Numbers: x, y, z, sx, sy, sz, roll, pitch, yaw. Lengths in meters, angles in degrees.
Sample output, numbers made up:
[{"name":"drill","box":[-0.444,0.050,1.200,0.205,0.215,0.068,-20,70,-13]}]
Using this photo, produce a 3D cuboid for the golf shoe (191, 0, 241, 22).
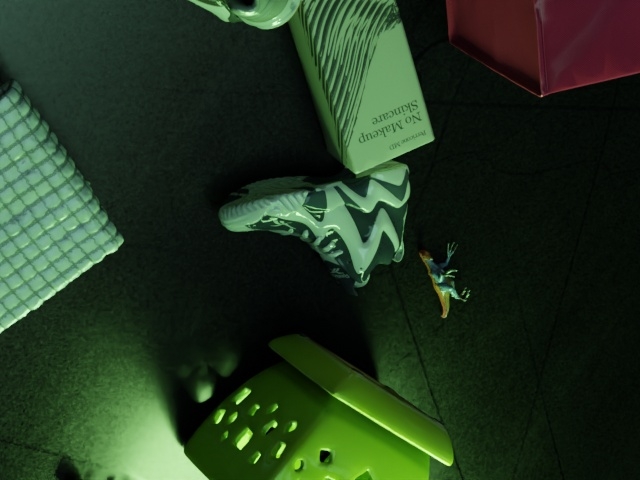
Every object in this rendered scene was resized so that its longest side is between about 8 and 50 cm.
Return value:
[{"name":"golf shoe","box":[-0.164,-0.292,1.865,0.094,0.077,0.198,-32,129,22]}]

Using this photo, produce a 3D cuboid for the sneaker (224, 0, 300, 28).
[{"name":"sneaker","box":[-0.099,-0.345,1.786,0.099,0.121,0.262,-26,91,13]}]

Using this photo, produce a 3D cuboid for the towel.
[{"name":"towel","box":[-0.390,-0.024,1.846,0.283,0.121,0.235,-37,118,-3]}]

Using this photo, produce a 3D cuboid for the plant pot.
[{"name":"plant pot","box":[0.007,0.250,2.059,0.228,0.227,0.207,33,89,-28]}]

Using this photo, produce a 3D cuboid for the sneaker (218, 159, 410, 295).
[{"name":"sneaker","box":[0.000,0.000,2.023,0.235,0.094,0.153,-15,107,-27]}]

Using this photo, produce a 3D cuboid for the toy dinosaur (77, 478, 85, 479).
[{"name":"toy dinosaur","box":[-0.247,0.370,2.099,0.112,0.064,0.211,-15,107,4]}]

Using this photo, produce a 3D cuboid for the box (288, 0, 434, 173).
[{"name":"box","box":[0.033,-0.225,1.948,0.113,0.094,0.275,-25,117,-11]}]

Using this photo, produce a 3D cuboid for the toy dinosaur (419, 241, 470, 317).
[{"name":"toy dinosaur","box":[0.146,0.047,2.134,0.082,0.047,0.090,33,107,-11]}]

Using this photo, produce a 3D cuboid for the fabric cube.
[{"name":"fabric cube","box":[0.297,-0.335,1.922,0.258,0.254,0.259,-14,115,-15]}]
